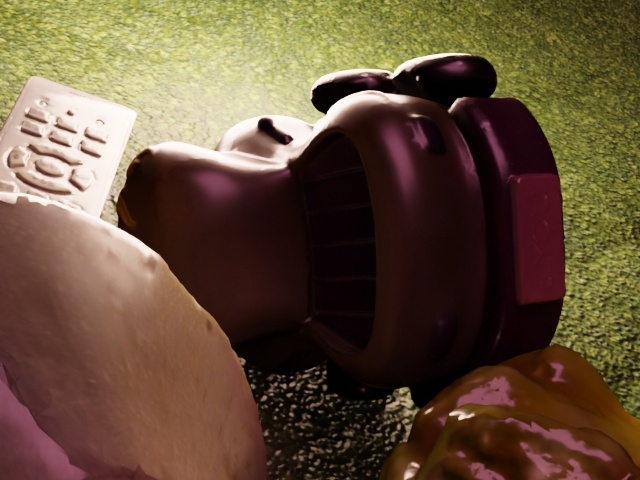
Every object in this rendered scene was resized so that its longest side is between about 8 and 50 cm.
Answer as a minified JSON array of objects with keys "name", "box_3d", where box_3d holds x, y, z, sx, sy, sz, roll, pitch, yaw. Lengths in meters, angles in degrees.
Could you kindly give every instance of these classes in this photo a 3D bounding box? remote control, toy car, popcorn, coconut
[{"name":"remote control","box_3d":[-0.250,-0.037,0.962,0.109,0.055,0.313,19,41,-11]},{"name":"toy car","box_3d":[0.000,0.000,0.807,0.240,0.271,0.341,-5,2,-32]},{"name":"popcorn","box_3d":[0.165,0.205,0.617,0.290,0.321,0.325,-1,23,-24]},{"name":"coconut","box_3d":[-0.186,0.130,0.578,0.353,0.352,0.352,12,38,-9]}]
